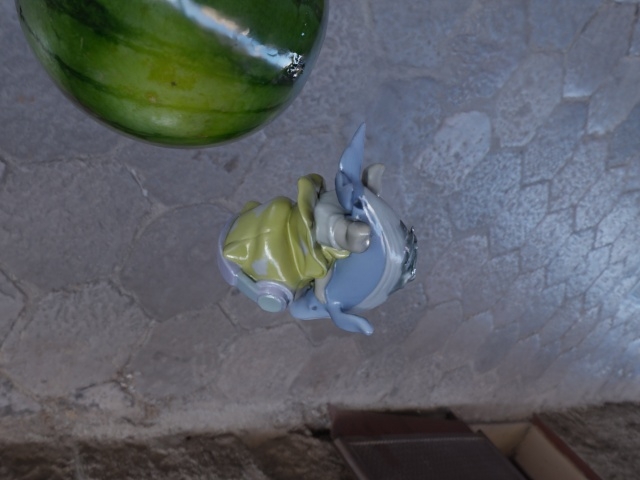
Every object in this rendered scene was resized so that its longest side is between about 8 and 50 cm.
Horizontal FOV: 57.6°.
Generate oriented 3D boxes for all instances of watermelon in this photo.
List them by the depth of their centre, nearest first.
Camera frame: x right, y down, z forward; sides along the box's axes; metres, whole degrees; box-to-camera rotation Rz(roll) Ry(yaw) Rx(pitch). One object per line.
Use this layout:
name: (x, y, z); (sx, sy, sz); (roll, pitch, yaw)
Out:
watermelon: (-0.115, -0.193, 0.475); (0.242, 0.242, 0.242); (-21, 134, -23)

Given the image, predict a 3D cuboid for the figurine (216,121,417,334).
figurine: (0.000, 0.000, 0.526); (0.183, 0.128, 0.208); (14, 131, -1)
